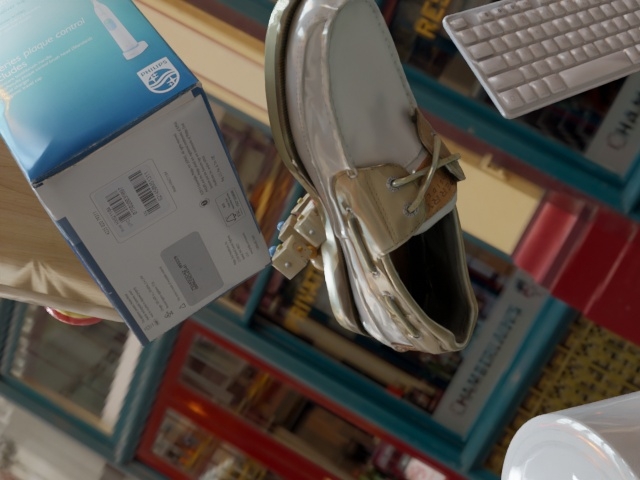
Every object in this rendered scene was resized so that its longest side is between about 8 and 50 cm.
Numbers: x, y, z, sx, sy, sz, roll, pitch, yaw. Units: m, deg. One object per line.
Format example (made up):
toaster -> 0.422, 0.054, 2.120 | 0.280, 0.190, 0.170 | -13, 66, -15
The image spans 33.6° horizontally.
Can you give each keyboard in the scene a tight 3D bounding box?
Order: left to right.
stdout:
keyboard -> 0.187, -0.137, 0.668 | 0.256, 0.072, 0.014 | -22, -21, -32

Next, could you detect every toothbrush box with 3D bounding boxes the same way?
toothbrush box -> -0.179, -0.102, 0.798 | 0.126, 0.295, 0.216 | -32, -33, -9

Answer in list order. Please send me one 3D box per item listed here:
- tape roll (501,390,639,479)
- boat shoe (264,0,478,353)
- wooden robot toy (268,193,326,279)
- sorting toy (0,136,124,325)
tape roll -> 0.276, 0.240, 0.838 | 0.169, 0.246, 0.246 | -9, -36, -22
boat shoe -> 0.050, -0.044, 0.740 | 0.113, 0.103, 0.302 | -46, -43, -29
wooden robot toy -> 0.000, 0.000, 1.130 | 0.076, 0.079, 0.173 | -46, 10, 15
sorting toy -> -0.323, -0.021, 1.204 | 0.089, 0.257, 0.255 | 113, 166, -47
